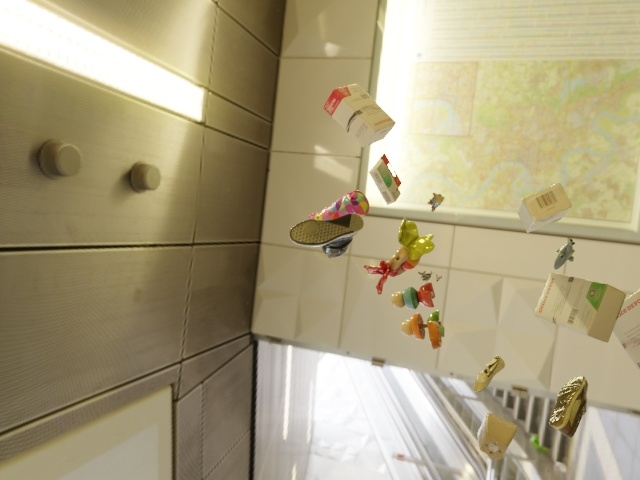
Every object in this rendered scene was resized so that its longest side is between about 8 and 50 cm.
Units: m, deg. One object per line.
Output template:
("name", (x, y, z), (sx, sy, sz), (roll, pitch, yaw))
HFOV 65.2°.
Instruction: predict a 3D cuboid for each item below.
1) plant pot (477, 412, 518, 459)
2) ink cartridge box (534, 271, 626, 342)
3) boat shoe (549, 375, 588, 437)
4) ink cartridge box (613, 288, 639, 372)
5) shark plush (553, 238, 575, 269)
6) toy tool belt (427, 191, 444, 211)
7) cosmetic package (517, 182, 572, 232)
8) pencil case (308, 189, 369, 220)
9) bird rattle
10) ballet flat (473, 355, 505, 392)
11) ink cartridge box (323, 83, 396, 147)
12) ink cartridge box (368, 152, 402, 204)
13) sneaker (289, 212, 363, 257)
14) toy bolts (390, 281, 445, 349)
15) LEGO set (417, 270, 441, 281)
("plant pot", (0.607, 0.689, 1.735), (0.096, 0.109, 0.109), (-40, -33, -55))
("ink cartridge box", (0.791, 0.199, 1.542), (0.160, 0.093, 0.219), (-68, 19, 0))
("boat shoe", (0.770, 0.507, 1.526), (0.223, 0.073, 0.080), (-37, -7, -39))
("ink cartridge box", (1.034, 0.276, 1.468), (0.198, 0.197, 0.270), (107, 149, -54))
("shark plush", (0.928, 0.052, 1.887), (0.067, 0.073, 0.161), (-38, -19, -19))
("toy tool belt", (0.445, -0.154, 1.964), (0.052, 0.051, 0.083), (-52, -3, -33))
("cosmetic package", (0.684, -0.094, 1.539), (0.231, 0.117, 0.085), (23, -135, -69))
("pencil case", (0.062, -0.092, 1.761), (0.104, 0.236, 0.104), (21, -124, -36))
("bird rattle", (0.270, 0.066, 1.611), (0.207, 0.143, 0.253), (3, -56, -57))
("ballet flat", (0.630, 0.501, 1.896), (0.168, 0.057, 0.052), (-39, -70, -19))
("ink cartridge box", (0.156, -0.493, 1.970), (0.172, 0.237, 0.100), (-32, -15, -46))
("ink cartridge box", (0.318, -0.292, 2.292), (0.181, 0.056, 0.224), (58, -139, -17))
("sneaker", (0.001, 0.002, 1.468), (0.163, 0.226, 0.086), (124, 132, -58))
("toy bolts", (0.347, 0.283, 1.829), (0.218, 0.159, 0.228), (-47, -57, -66))
("LEGO set", (0.361, 0.123, 1.654), (0.054, 0.083, 0.023), (97, 178, -52))
